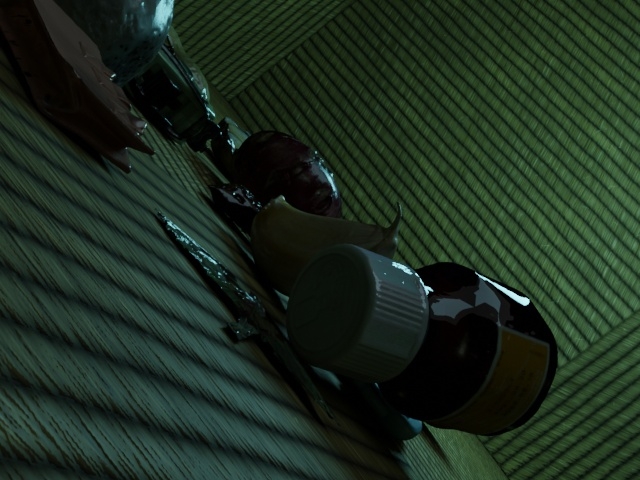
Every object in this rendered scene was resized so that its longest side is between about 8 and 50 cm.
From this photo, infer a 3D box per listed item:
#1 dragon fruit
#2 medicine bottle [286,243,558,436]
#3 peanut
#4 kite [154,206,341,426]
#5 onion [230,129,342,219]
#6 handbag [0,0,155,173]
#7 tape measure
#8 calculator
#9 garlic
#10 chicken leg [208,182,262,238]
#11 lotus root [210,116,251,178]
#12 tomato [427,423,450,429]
[{"bbox_3d":[-0.293,-0.350,1.192,0.221,0.204,0.283,53,4,0],"label":"dragon fruit"},{"bbox_3d":[0.141,0.129,1.243,0.395,0.242,0.242,27,18,-35],"label":"medicine bottle"},{"bbox_3d":[-0.309,-0.347,1.741,0.256,0.124,0.123,54,3,4],"label":"peanut"},{"bbox_3d":[-0.084,0.086,1.013,0.323,0.013,0.268,49,2,-4],"label":"kite"},{"bbox_3d":[-0.072,-0.101,1.699,0.246,0.190,0.246,46,-18,19],"label":"onion"},{"bbox_3d":[-0.268,-0.179,0.942,0.212,0.059,0.157,56,6,36],"label":"handbag"},{"bbox_3d":[-0.279,-0.286,1.486,0.235,0.115,0.207,54,2,33],"label":"tape measure"},{"bbox_3d":[0.097,0.243,1.423,0.188,0.042,0.303,54,9,14],"label":"calculator"},{"bbox_3d":[0.003,0.014,1.330,0.245,0.164,0.145,5,-8,24],"label":"garlic"},{"bbox_3d":[-0.110,-0.027,1.460,0.234,0.063,0.105,48,0,-23],"label":"chicken leg"},{"bbox_3d":[-0.166,-0.153,2.002,0.329,0.078,0.167,50,26,-54],"label":"lotus root"},{"bbox_3d":[0.275,0.306,1.900,0.208,0.208,0.184,54,8,29],"label":"tomato"}]
